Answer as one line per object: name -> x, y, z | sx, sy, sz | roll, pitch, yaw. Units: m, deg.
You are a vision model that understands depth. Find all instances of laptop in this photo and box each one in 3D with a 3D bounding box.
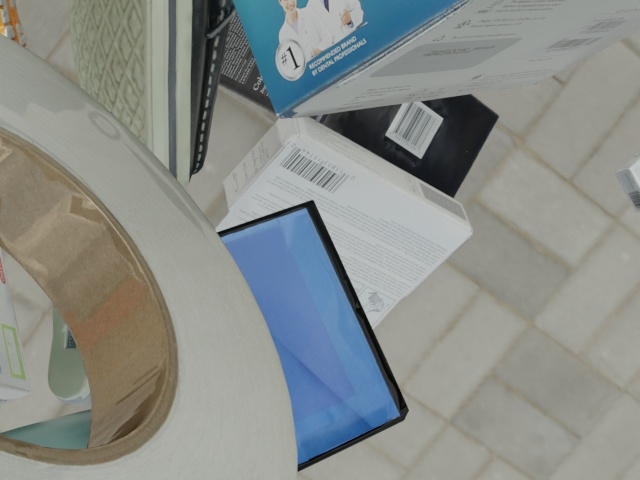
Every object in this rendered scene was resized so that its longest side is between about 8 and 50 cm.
laptop -> -0.037, 0.082, 1.025 | 0.137, 0.264, 0.234 | -26, 83, 5

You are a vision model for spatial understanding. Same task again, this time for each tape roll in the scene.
tape roll -> -0.171, 0.036, 0.582 | 0.392, 0.392, 0.072 | 42, 116, -18

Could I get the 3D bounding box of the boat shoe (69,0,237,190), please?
boat shoe -> -0.090, -0.262, 0.881 | 0.156, 0.187, 0.500 | -5, 111, -31

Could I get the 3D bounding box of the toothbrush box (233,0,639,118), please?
toothbrush box -> 0.037, -0.221, 0.551 | 0.126, 0.216, 0.295 | -27, 80, 41

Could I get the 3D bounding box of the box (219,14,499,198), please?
box -> 0.033, -0.223, 1.776 | 0.343, 0.312, 0.179 | 27, 92, -48

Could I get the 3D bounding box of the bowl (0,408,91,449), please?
bowl -> -0.286, 0.299, 1.043 | 0.163, 0.311, 0.311 | 3, 109, -9

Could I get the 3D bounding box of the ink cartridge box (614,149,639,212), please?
ink cartridge box -> 0.438, -0.092, 1.562 | 0.115, 0.029, 0.063 | -38, 101, -35

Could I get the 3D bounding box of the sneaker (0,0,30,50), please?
sneaker -> -0.437, -0.269, 1.559 | 0.083, 0.084, 0.214 | -4, 104, 9

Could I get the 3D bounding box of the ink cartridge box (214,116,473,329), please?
ink cartridge box -> 0.000, 0.000, 1.508 | 0.296, 0.066, 0.261 | 27, 120, -31

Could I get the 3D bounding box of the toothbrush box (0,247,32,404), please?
toothbrush box -> -0.516, 0.127, 1.431 | 0.283, 0.122, 0.206 | -22, 71, 12

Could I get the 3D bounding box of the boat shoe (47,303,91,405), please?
boat shoe -> -0.317, 0.113, 1.608 | 0.079, 0.081, 0.227 | 2, 70, 10
